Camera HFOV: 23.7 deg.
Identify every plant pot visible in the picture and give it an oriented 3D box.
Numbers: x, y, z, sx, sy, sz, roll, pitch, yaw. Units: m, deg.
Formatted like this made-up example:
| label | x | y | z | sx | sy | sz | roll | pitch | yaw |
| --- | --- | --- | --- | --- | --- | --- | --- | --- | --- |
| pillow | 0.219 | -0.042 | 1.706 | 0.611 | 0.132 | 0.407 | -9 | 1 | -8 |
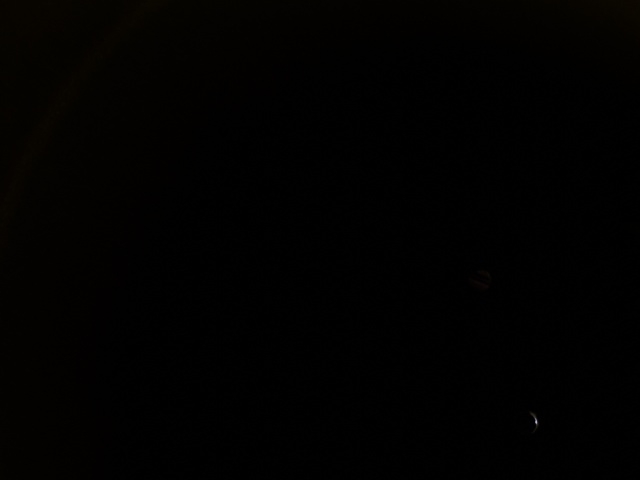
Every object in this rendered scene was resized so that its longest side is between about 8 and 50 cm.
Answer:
| label | x | y | z | sx | sy | sz | roll | pitch | yaw |
| --- | --- | --- | --- | --- | --- | --- | --- | --- | --- |
| plant pot | 0.051 | 0.053 | 0.670 | 0.366 | 0.366 | 0.353 | 32 | 177 | 29 |

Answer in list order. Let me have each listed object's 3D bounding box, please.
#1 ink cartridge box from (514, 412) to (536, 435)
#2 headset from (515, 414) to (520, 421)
| label | x | y | z | sx | sy | sz | roll | pitch | yaw |
| --- | --- | --- | --- | --- | --- | --- | --- | --- | --- |
| ink cartridge box | 0.016 | 0.182 | 1.210 | 0.384 | 0.160 | 0.279 | 16 | -179 | -31 |
| headset | 0.000 | 0.000 | 1.106 | 0.394 | 0.185 | 0.243 | 29 | 176 | -24 |
